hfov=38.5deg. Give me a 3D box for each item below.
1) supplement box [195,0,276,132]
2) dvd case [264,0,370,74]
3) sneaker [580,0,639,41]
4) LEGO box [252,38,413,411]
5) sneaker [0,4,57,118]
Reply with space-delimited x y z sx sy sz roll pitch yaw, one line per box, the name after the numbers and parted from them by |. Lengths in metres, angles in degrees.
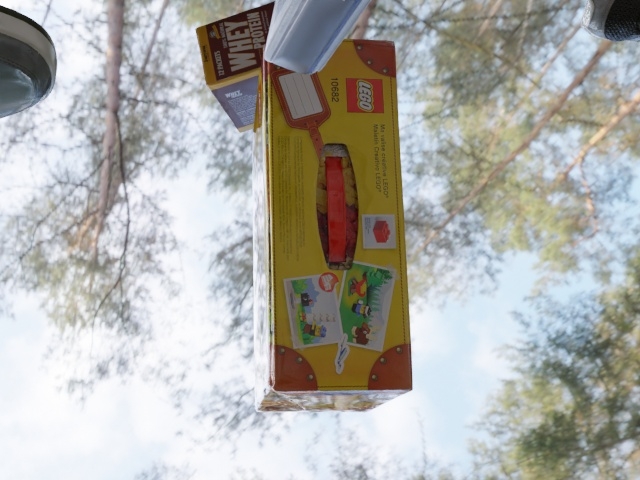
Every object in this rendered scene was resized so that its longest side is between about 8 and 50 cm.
-0.105 -0.326 1.724 0.191 0.194 0.129 -17 -113 8 | supplement box
0.036 -0.183 0.304 0.030 0.239 0.179 14 -108 -14 | dvd case
0.350 -0.220 0.880 0.215 0.084 0.083 -8 -137 -19 | sneaker
0.000 0.000 1.404 0.193 0.372 0.499 0 -105 -7 | LEGO box
-0.310 -0.060 0.554 0.296 0.123 0.178 -6 -126 -11 | sneaker
